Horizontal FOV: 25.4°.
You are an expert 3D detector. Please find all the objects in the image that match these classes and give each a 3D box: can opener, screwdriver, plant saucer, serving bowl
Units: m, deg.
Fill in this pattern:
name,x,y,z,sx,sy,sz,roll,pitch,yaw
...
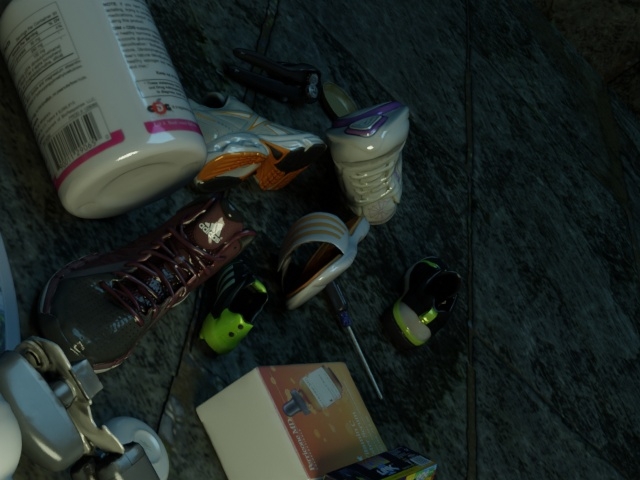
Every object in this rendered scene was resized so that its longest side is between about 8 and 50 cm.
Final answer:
name,x,y,z,sx,sy,sz,roll,pitch,yaw
can opener,-0.187,0.209,1.170,0.095,0.076,0.283,-36,104,-41
screwdriver,0.040,0.118,1.754,0.025,0.024,0.170,69,-4,-72
plant saucer,0.028,-0.199,2.121,0.083,0.015,0.083,39,29,-27
serving bowl,-0.168,0.196,1.305,0.083,0.027,0.083,38,31,-28
can opener,-0.064,-0.226,1.974,0.186,0.073,0.059,5,93,-53

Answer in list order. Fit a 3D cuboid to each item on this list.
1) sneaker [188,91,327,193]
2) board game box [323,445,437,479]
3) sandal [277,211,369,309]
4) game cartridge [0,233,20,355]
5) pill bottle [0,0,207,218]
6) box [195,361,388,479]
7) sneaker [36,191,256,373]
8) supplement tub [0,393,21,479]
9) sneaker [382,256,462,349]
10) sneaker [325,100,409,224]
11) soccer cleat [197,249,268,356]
name,x,y,z,sx,sy,sz,roll,pitch,yaw
sneaker,-0.089,-0.134,1.763,0.121,0.099,0.262,57,25,15
board game box,0.043,0.289,1.419,0.048,0.141,0.170,25,13,27
sandal,-0.008,0.006,1.734,0.076,0.102,0.265,50,18,-6
game cartridge,-0.342,0.041,1.180,0.196,0.060,0.294,30,34,-46
pill bottle,-0.239,-0.180,1.472,0.160,0.160,0.283,2,61,-58
box,-0.024,0.203,1.464,0.170,0.091,0.130,4,55,-58
sneaker,-0.157,0.019,1.383,0.106,0.162,0.281,52,26,-5
supplement tub,-0.338,0.106,0.895,0.325,0.235,0.235,56,26,4
sneaker,0.160,0.075,1.916,0.084,0.097,0.235,50,26,-8
sneaker,0.076,-0.100,1.884,0.305,0.114,0.152,7,67,-89
soccer cleat,-0.086,0.057,1.557,0.060,0.072,0.179,43,28,-21
